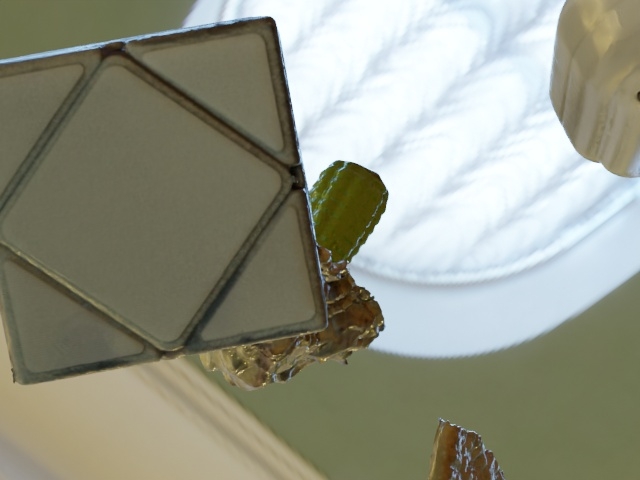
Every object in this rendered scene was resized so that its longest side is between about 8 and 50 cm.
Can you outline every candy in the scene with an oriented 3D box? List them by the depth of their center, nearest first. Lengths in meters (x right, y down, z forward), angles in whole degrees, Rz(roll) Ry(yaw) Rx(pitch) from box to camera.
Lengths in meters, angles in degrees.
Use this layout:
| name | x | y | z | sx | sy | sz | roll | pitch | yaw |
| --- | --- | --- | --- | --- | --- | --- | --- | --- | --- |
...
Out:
| name | x | y | z | sx | sy | sz | roll | pitch | yaw |
| --- | --- | --- | --- | --- | --- | --- | --- | --- | --- |
| candy | 0.000 | 0.000 | 1.624 | 0.097 | 0.097 | 0.209 | 39 | -108 | -17 |

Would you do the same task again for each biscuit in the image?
| name | x | y | z | sx | sy | sz | roll | pitch | yaw |
| --- | --- | --- | --- | --- | --- | --- | --- | --- | --- |
| biscuit | 0.142 | 0.284 | 1.333 | 0.188 | 0.040 | 0.265 | -47 | -47 | -56 |

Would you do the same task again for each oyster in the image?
| name | x | y | z | sx | sy | sz | roll | pitch | yaw |
| --- | --- | --- | --- | --- | --- | --- | --- | --- | --- |
| oyster | -0.042 | 0.102 | 1.479 | 0.354 | 0.201 | 0.107 | 54 | -161 | -59 |

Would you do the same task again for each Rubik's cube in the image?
| name | x | y | z | sx | sy | sz | roll | pitch | yaw |
| --- | --- | --- | --- | --- | --- | --- | --- | --- | --- |
| Rubik's cube | -0.113 | -0.037 | 0.911 | 0.205 | 0.207 | 0.205 | -114 | 15 | -80 |

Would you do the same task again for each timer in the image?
| name | x | y | z | sx | sy | sz | roll | pitch | yaw |
| --- | --- | --- | --- | --- | --- | --- | --- | --- | --- |
| timer | 0.251 | -0.125 | 0.704 | 0.237 | 0.262 | 0.087 | 63 | -178 | -73 |
